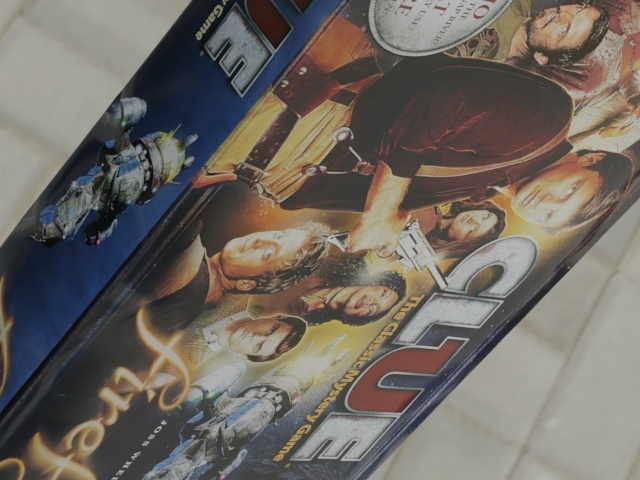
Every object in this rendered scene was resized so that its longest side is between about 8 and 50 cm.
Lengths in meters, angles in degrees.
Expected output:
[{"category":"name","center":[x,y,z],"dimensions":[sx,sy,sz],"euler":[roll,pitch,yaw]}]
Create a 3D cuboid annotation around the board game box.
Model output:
[{"category":"board game box","center":[0.000,0.000,0.542],"dimensions":[0.165,0.243,0.042],"euler":[11,38,-48]}]
